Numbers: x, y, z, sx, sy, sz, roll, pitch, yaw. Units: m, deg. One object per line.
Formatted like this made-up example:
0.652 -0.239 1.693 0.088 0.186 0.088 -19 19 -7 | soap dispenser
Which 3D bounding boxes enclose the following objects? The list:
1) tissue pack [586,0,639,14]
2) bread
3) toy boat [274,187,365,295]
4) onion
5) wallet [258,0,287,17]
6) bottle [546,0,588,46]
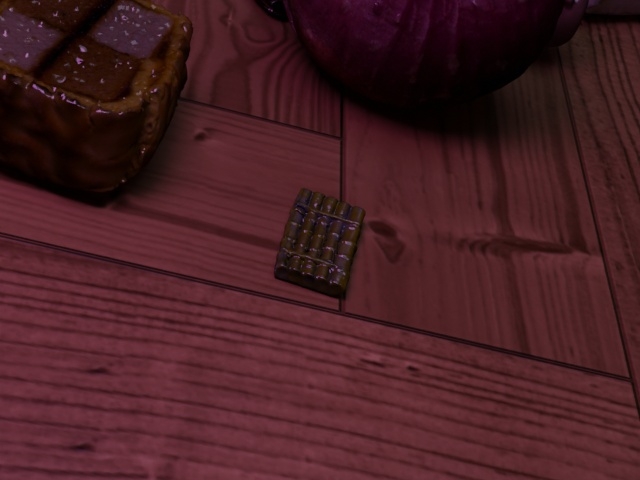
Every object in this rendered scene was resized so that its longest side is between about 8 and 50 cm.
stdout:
0.364 -0.459 1.763 0.297 0.207 0.380 -6 44 -33 | tissue pack
-0.205 -0.140 1.178 0.181 0.096 0.222 19 34 -1 | bread
0.000 0.000 1.161 0.063 0.016 0.115 19 36 -3 | toy boat
0.099 -0.240 1.342 0.230 0.256 0.272 62 9 9 | onion
-0.063 -0.314 1.527 0.122 0.031 0.232 -5 45 -37 | wallet
0.169 -0.291 1.533 0.253 0.120 0.120 24 36 2 | bottle
